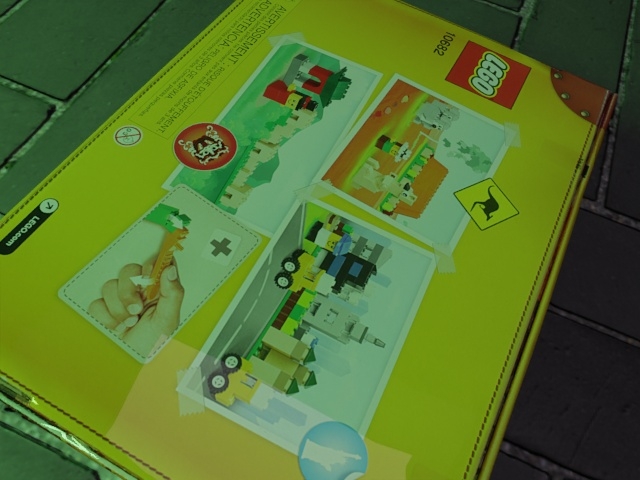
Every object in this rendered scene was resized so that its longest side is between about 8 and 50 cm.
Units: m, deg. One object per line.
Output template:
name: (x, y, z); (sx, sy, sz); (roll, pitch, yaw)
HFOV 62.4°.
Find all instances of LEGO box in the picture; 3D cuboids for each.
LEGO box: (0.000, 0.000, 0.493); (0.373, 0.193, 0.500); (28, 61, 9)
